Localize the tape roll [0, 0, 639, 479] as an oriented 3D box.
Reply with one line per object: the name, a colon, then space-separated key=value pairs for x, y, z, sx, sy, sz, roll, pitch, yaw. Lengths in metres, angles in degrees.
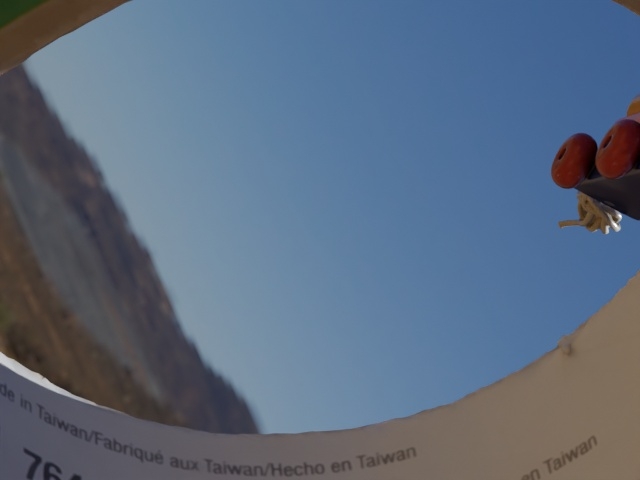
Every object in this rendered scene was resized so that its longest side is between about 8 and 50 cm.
tape roll: x=0.000 y=0.000 z=0.483 sx=0.077 sy=0.321 sz=0.321 roll=-99 pitch=174 yaw=-48

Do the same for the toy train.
toy train: x=0.236 y=-0.082 z=1.360 sx=0.105 sy=0.143 sz=0.248 roll=27 pitch=-8 yaw=-10
